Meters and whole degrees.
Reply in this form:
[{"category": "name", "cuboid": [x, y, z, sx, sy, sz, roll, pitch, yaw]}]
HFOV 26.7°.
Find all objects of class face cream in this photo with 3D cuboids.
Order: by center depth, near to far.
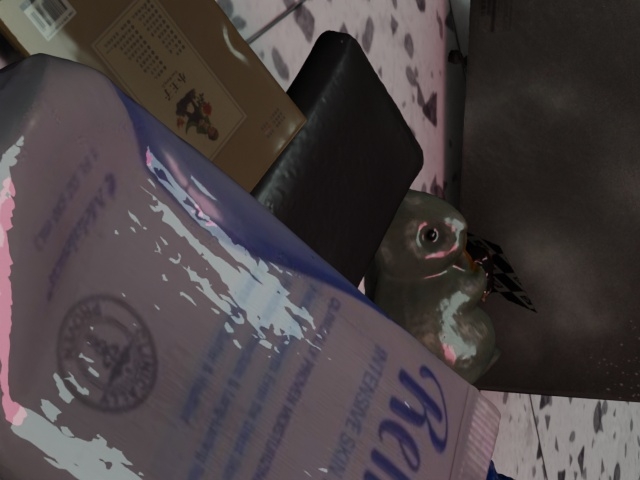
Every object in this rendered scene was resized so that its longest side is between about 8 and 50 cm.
[{"category": "face cream", "cuboid": [-0.071, 0.065, 0.698, 0.420, 0.137, 0.234, 42, 48, -22]}]

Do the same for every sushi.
[{"category": "sushi", "cuboid": [0.135, 0.027, 1.290, 0.026, 0.126, 0.120, -52, 138, -14]}]

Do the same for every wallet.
[{"category": "wallet", "cuboid": [-0.011, -0.016, 0.945, 0.149, 0.044, 0.250, 53, 52, -36]}]

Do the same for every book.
[{"category": "book", "cuboid": [-0.101, -0.105, 0.829, 0.198, 0.016, 0.138, 53, 54, -23]}]

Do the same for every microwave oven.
[{"category": "microwave oven", "cuboid": [0.323, -0.052, 1.382, 0.236, 0.374, 0.432, 10, 83, -53]}]

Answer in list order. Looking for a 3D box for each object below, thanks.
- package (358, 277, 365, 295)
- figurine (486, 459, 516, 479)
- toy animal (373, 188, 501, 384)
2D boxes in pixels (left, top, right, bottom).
[{"category": "package", "cuboid": [-0.055, 0.032, 0.969, 0.251, 0.062, 0.203, -3, 91, -50]}, {"category": "figurine", "cuboid": [0.142, 0.271, 1.258, 0.262, 0.121, 0.164, 13, 80, -60]}, {"category": "toy animal", "cuboid": [0.087, 0.027, 1.186, 0.138, 0.108, 0.236, -49, 130, -54]}]
